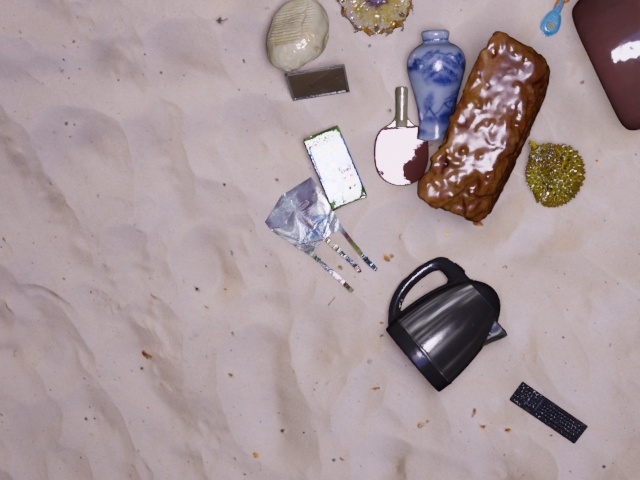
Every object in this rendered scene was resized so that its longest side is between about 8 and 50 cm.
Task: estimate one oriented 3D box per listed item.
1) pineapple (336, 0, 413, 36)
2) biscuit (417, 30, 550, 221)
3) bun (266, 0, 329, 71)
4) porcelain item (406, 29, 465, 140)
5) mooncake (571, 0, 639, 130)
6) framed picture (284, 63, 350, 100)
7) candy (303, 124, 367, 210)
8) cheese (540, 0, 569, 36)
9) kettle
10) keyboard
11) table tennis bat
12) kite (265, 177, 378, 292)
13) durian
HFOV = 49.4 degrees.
[{"bbox_3d":[0.136,-0.607,1.702,0.221,0.047,0.221,1,96,6],"label":"pineapple"},{"bbox_3d":[0.381,-0.240,1.575,0.166,0.342,0.395,26,100,12],"label":"biscuit"},{"bbox_3d":[-0.053,-0.493,1.688,0.163,0.111,0.188,-3,63,24],"label":"bun"},{"bbox_3d":[0.278,-0.372,1.677,0.141,0.141,0.259,-1,104,5],"label":"porcelain item"},{"bbox_3d":[0.706,-0.411,1.562,0.174,0.333,0.326,-28,63,27],"label":"mooncake"},{"bbox_3d":[-0.007,-0.388,1.716,0.148,0.109,0.011,-8,67,6],"label":"framed picture"},{"bbox_3d":[0.037,-0.182,1.752,0.097,0.062,0.195,-22,95,1],"label":"candy"},{"bbox_3d":[0.568,-0.546,1.685,0.047,0.017,0.111,23,99,-1],"label":"cheese"},{"bbox_3d":[0.320,0.201,1.735,0.271,0.251,0.207,-40,122,2],"label":"kettle"},{"bbox_3d":[0.592,0.448,1.810,0.204,0.013,0.061,34,98,0],"label":"keyboard"},{"bbox_3d":[0.204,-0.261,1.755,0.138,0.022,0.247,1,99,4],"label":"table tennis bat"},{"bbox_3d":[0.000,0.000,1.806,0.169,0.015,0.310,-39,89,7],"label":"kite"},{"bbox_3d":[0.563,-0.168,1.673,0.146,0.102,0.208,-36,113,11],"label":"durian"}]
